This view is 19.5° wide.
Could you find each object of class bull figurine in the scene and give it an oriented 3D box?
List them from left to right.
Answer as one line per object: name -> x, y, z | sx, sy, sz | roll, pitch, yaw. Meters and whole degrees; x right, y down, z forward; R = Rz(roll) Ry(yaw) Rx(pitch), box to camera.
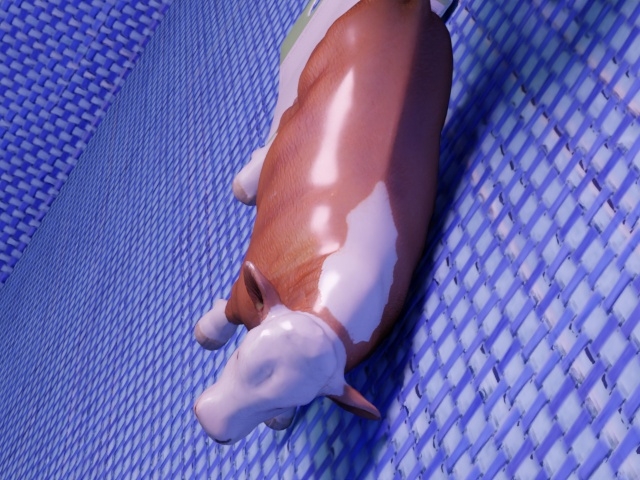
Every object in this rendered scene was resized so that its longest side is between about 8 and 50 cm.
bull figurine -> 0.000, 0.000, 1.052 | 0.188, 0.101, 0.310 | -43, 22, 57

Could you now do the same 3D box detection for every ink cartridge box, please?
ink cartridge box -> 0.029, -0.161, 1.394 | 0.171, 0.056, 0.235 | -55, 11, 21
